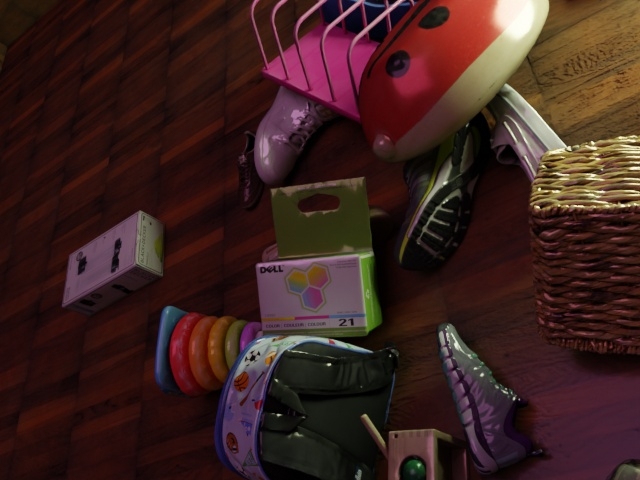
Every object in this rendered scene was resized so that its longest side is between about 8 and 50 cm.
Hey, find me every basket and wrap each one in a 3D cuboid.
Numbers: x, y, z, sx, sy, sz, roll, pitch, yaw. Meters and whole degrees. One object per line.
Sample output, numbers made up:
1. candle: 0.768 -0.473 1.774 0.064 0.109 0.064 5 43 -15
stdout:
1. basket: 0.426 0.000 0.787 0.299 0.223 0.213 -1 31 27

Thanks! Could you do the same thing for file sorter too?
1. file sorter: 0.028 -0.408 1.249 0.290 0.182 0.202 33 66 32

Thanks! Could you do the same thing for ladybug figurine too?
1. ladybug figurine: 0.206 -0.316 1.063 0.449 0.162 0.305 -54 21 -26

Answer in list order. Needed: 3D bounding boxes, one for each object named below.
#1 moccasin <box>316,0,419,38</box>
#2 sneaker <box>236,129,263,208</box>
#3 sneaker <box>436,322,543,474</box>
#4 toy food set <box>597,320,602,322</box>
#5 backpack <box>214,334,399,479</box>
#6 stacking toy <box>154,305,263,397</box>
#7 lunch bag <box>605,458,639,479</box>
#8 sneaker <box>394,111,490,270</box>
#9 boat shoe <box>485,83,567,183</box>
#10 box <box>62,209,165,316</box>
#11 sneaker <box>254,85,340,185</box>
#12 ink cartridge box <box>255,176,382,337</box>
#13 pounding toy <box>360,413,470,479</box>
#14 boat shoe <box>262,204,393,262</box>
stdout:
1. moccasin: 0.155 -0.513 1.347 0.342 0.138 0.117 15 72 29
2. sneaker: -0.171 -0.166 1.445 0.066 0.071 0.188 -10 60 36
3. sneaker: 0.237 0.215 0.899 0.098 0.083 0.224 -18 58 7
4. toy food set: 0.446 0.052 0.832 0.192 0.038 0.132 -29 55 11
5. backpack: -0.029 0.260 0.948 0.213 0.263 0.276 -7 63 38
6. stacking toy: -0.148 0.206 1.183 0.302 0.175 0.166 -9 67 21
7. lunch bag: 0.322 0.374 0.592 0.212 0.256 0.305 22 82 45
8. sneaker: 0.195 -0.085 1.084 0.121 0.111 0.300 4 65 55
9. boat shoe: 0.322 -0.161 1.017 0.088 0.096 0.267 -36 56 13
10. box: -0.531 0.064 1.608 0.290 0.087 0.169 -28 51 26
11. sneaker: -0.035 -0.261 1.359 0.169 0.108 0.292 -3 64 43
12. ink cartridge box: -0.009 0.029 1.054 0.189 0.097 0.255 -6 92 20
13. pounding toy: 0.132 0.317 0.867 0.100 0.141 0.130 -16 57 34
14. boat shoe: 0.000 0.000 1.186 0.302 0.109 0.098 -31 51 31
